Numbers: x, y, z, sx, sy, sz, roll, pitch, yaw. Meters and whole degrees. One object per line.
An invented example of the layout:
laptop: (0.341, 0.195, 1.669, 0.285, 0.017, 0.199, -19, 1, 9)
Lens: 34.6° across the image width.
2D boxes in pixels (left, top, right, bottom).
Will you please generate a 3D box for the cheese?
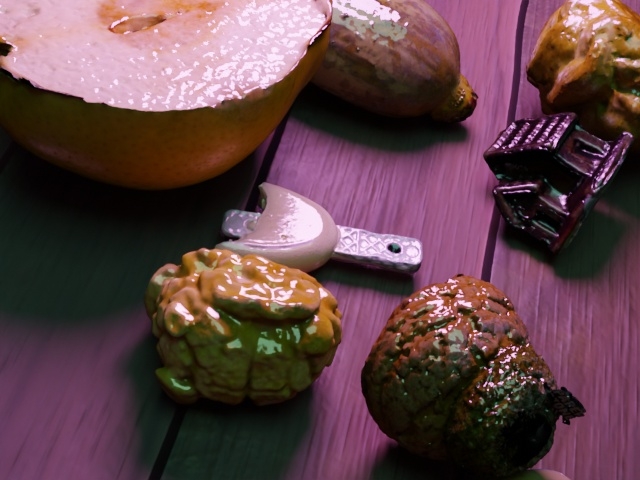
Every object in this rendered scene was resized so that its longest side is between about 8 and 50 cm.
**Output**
cheese: (0.000, 0.001, 1.150, 0.235, 0.049, 0.127, 11, 47, -4)

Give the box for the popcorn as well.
popcorn: (-0.081, 0.083, 1.001, 0.194, 0.140, 0.163, 25, 43, 9)

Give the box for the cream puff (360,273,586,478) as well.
cream puff: (0.155, 0.141, 0.965, 0.183, 0.183, 0.169, -20, 34, -29)

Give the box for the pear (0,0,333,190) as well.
pear: (-0.184, -0.187, 1.168, 0.387, 0.191, 0.340, -15, 50, -24)

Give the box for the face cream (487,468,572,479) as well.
face cream: (0.255, 0.297, 0.894, 0.139, 0.067, 0.285, -12, 31, -37)

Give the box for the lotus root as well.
lotus root: (0.069, -0.253, 1.328, 0.309, 0.173, 0.173, 26, 48, -1)

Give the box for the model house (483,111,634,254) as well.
model house: (0.272, -0.082, 1.258, 0.152, 0.106, 0.165, 31, 52, 13)

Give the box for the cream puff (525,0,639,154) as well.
cream puff: (0.381, -0.218, 1.345, 0.244, 0.244, 0.196, 36, 86, 17)
